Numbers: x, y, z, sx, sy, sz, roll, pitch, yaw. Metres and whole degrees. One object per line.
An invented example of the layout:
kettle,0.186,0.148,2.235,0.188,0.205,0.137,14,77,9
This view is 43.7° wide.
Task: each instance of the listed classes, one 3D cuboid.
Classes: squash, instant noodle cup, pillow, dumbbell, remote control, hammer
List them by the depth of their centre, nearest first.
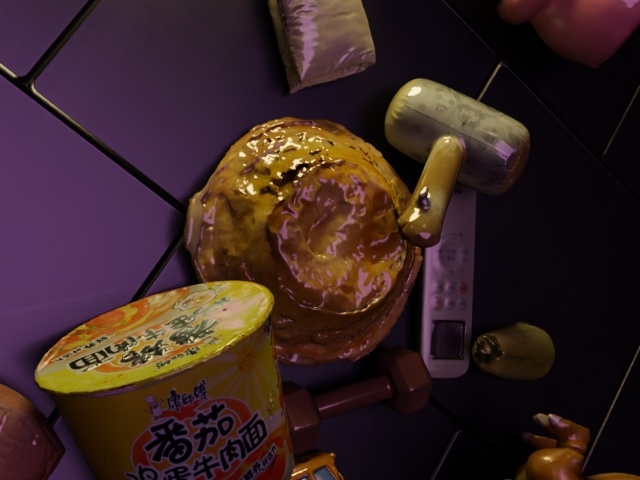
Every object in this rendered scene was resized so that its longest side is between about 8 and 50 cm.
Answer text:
instant noodle cup,-0.148,0.183,0.863,0.264,0.264,0.200,-23,106,-26
hammer,0.152,-0.088,1.013,0.202,0.113,0.305,25,40,6
dumbbell,0.035,0.205,1.036,0.231,0.082,0.092,-14,129,-27
pillow,-0.003,-0.294,1.044,0.134,0.078,0.181,-17,97,-27
remote control,0.178,0.042,1.147,0.090,0.038,0.309,5,86,-27
squash,0.264,0.162,1.168,0.200,0.075,0.090,14,101,-48

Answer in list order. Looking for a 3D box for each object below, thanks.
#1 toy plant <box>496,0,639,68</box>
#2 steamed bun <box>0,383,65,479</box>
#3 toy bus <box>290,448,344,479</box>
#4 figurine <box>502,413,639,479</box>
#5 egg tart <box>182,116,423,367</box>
toy plant,0.301,-0.399,1.138,0.356,0.210,0.317,37,74,-8
steamed bun,-0.365,0.217,0.829,0.175,0.106,0.145,47,63,-33
toy bus,-0.052,0.342,0.972,0.209,0.126,0.136,-20,89,-26
figurine,0.298,0.437,1.031,0.268,0.401,0.387,25,70,-4
egg tart,0.003,0.003,1.011,0.341,0.129,0.341,0,90,-27
